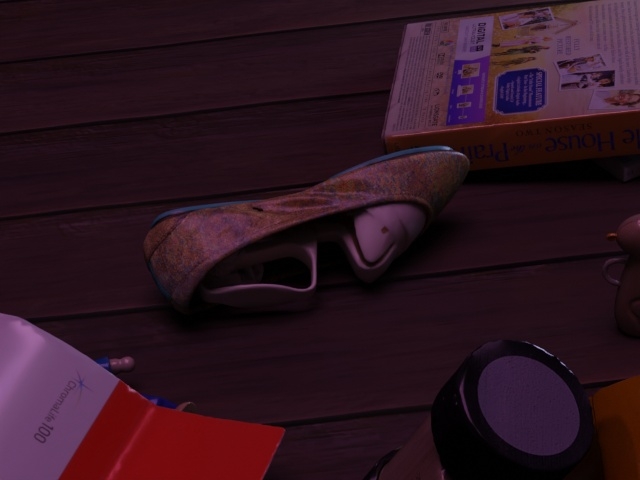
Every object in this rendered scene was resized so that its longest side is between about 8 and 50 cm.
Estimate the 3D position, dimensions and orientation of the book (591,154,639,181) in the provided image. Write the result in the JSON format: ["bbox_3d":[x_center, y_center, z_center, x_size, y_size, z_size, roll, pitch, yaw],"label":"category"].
[{"bbox_3d":[0.370,-0.119,1.626,0.144,0.035,0.096,-21,38,-19],"label":"book"}]

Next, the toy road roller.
[{"bbox_3d":[0.180,0.229,0.937,0.330,0.202,0.240,10,51,-20],"label":"toy road roller"}]

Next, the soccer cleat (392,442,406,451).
[{"bbox_3d":[0.140,0.195,1.172,0.179,0.060,0.072,12,30,26],"label":"soccer cleat"}]

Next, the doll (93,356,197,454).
[{"bbox_3d":[-0.203,0.148,1.295,0.189,0.046,0.129,14,47,25],"label":"doll"}]

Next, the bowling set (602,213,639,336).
[{"bbox_3d":[0.412,-0.013,1.353,0.287,0.154,0.200,3,35,11],"label":"bowling set"}]

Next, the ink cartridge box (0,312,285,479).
[{"bbox_3d":[-0.263,0.202,1.148,0.385,0.091,0.308,9,46,22],"label":"ink cartridge box"}]

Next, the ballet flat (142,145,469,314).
[{"bbox_3d":[0.000,0.000,1.447,0.349,0.123,0.123,-14,35,-13],"label":"ballet flat"}]

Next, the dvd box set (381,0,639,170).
[{"bbox_3d":[0.294,-0.190,1.670,0.421,0.062,0.307,-6,32,12],"label":"dvd box set"}]
